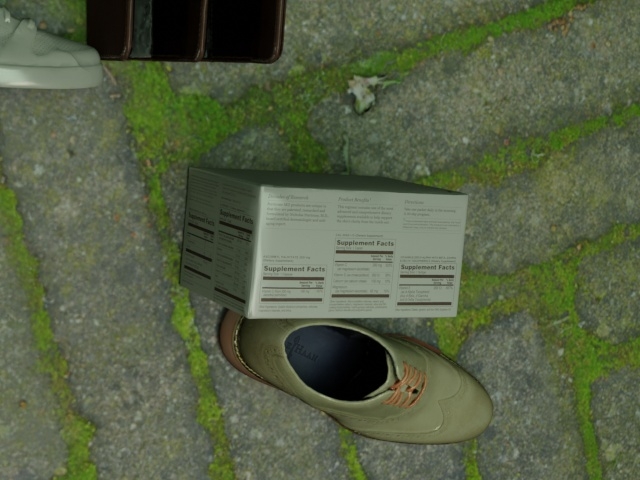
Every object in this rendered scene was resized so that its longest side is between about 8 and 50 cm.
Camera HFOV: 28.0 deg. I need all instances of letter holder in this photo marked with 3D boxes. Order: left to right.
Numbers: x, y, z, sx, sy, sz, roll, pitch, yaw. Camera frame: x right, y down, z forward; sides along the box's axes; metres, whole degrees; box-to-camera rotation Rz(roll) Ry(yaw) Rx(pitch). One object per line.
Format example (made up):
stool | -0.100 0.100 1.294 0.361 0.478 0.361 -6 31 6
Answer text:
letter holder | -0.139 -0.336 1.335 0.152 0.214 0.301 -3 99 -28

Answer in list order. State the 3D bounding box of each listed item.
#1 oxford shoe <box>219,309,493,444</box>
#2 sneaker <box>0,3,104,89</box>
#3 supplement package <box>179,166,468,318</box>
oxford shoe | 0.070 0.178 1.563 0.397 0.146 0.140 20 87 -29
sneaker | -0.353 -0.244 1.297 0.293 0.108 0.169 4 99 -27
supplement package | 0.000 0.000 1.466 0.262 0.204 0.145 2 98 -28
